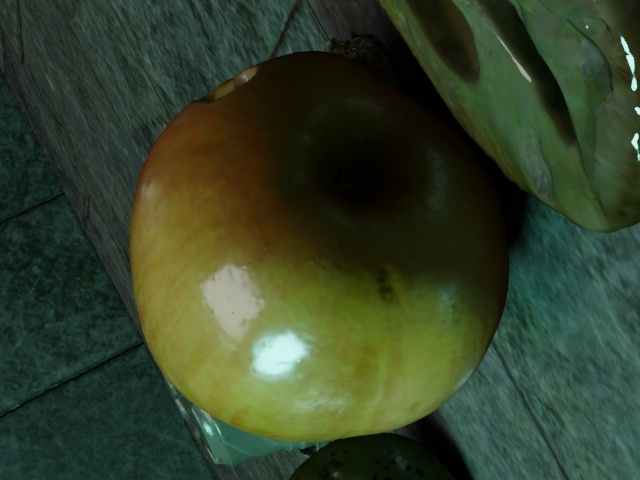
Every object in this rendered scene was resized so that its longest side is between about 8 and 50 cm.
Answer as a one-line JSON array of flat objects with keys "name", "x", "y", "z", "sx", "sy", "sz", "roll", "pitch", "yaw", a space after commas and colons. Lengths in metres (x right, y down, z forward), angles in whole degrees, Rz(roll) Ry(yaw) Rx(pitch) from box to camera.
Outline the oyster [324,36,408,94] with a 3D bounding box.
[{"name": "oyster", "x": 0.030, "y": -0.107, "z": 1.078, "sx": 0.093, "sy": 0.034, "sz": 0.051, "roll": 34, "pitch": 157, "yaw": 56}]

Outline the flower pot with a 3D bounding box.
[{"name": "flower pot", "x": -0.090, "y": 0.160, "z": 1.813, "sx": 0.235, "sy": 0.141, "sz": 0.235, "roll": 58, "pitch": 168, "yaw": 20}]

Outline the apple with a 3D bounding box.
[{"name": "apple", "x": 0.000, "y": 0.000, "z": 0.999, "sx": 0.242, "sy": 0.242, "sz": 0.241, "roll": 60, "pitch": 158, "yaw": 11}]

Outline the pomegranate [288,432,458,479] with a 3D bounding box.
[{"name": "pomegranate", "x": 0.060, "y": 0.271, "z": 1.422, "sx": 0.181, "sy": 0.181, "sz": 0.224, "roll": 48, "pitch": 177, "yaw": 47}]

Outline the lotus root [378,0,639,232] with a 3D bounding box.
[{"name": "lotus root", "x": 0.055, "y": -0.198, "z": 0.661, "sx": 0.390, "sy": 0.111, "sz": 0.375, "roll": 65, "pitch": 171, "yaw": -14}]
